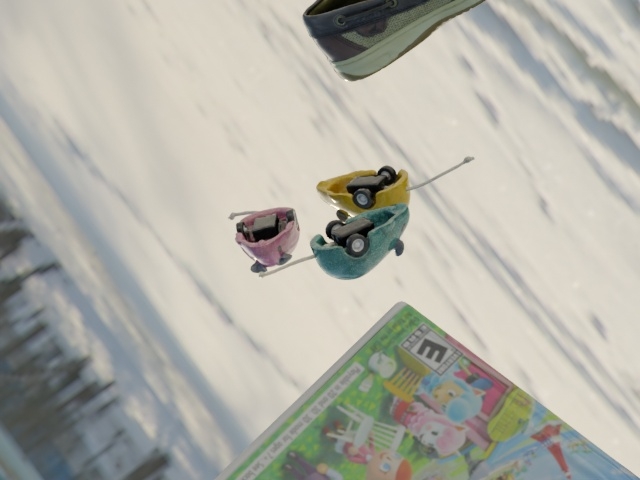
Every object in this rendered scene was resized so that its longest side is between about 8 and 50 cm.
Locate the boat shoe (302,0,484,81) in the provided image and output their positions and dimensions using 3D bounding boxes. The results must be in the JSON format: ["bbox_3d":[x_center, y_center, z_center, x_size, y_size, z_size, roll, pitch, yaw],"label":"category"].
[{"bbox_3d":[0.084,-0.212,1.230,0.073,0.223,0.080,43,-164,-37],"label":"boat shoe"}]

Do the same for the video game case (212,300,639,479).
[{"bbox_3d":[0.043,0.151,0.748,0.193,0.212,0.023,37,151,20],"label":"video game case"}]

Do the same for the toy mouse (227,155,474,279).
[{"bbox_3d":[0.000,0.000,0.967,0.161,0.143,0.031,-5,115,28],"label":"toy mouse"}]
